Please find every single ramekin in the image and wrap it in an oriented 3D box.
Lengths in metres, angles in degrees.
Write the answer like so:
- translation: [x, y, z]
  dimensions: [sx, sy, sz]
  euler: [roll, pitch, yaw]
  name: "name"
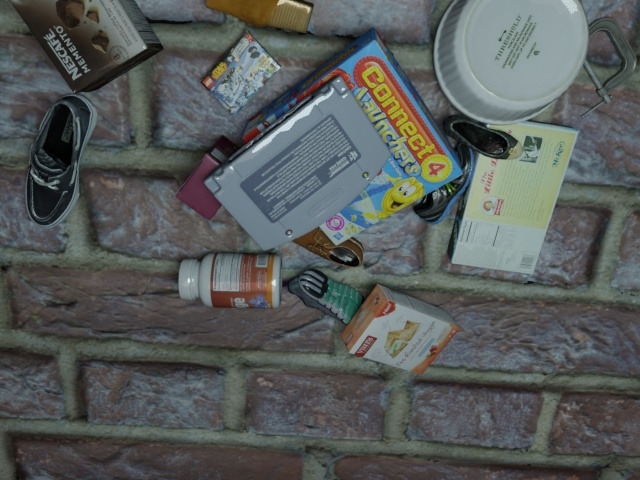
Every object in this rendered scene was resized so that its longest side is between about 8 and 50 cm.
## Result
- translation: [0.348, -0.349, 0.936]
  dimensions: [0.272, 0.127, 0.273]
  euler: [0, 99, 1]
  name: "ramekin"

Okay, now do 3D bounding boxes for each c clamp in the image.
- translation: [0.553, -0.346, 1.024]
  dimensions: [0.137, 0.022, 0.161]
  euler: [-32, 109, 12]
  name: "c clamp"

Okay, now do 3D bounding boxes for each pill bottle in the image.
- translation: [-0.194, 0.088, 1.139]
  dimensions: [0.215, 0.121, 0.121]
  euler: [1, 112, 0]
  name: "pill bottle"

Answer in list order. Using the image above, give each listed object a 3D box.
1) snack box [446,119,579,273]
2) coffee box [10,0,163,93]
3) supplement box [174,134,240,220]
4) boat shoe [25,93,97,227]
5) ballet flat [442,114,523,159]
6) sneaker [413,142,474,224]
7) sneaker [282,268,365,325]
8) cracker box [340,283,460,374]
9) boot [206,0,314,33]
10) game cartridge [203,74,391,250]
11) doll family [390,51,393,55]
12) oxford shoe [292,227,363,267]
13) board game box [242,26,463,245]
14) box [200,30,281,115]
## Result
- translation: [0.399, -0.094, 1.102]
  dimensions: [0.186, 0.060, 0.322]
  euler: [8, 111, -2]
  name: "snack box"
- translation: [-0.445, -0.439, 0.927]
  dimensions: [0.168, 0.119, 0.297]
  euler: [-26, 109, 9]
  name: "coffee box"
- translation: [-0.205, -0.128, 1.016]
  dimensions: [0.080, 0.188, 0.104]
  euler: [38, 107, -15]
  name: "supplement box"
- translation: [-0.541, -0.150, 1.051]
  dimensions: [0.108, 0.102, 0.301]
  euler: [27, 109, -11]
  name: "boat shoe"
- translation: [0.315, -0.194, 1.005]
  dimensions: [0.173, 0.049, 0.058]
  euler: [19, 115, -8]
  name: "ballet flat"
- translation: [0.259, -0.121, 1.087]
  dimensions: [0.078, 0.067, 0.188]
  euler: [21, 113, -15]
  name: "sneaker"
- translation: [0.019, 0.138, 1.201]
  dimensions: [0.223, 0.083, 0.098]
  euler: [39, 146, -27]
  name: "sneaker"
- translation: [0.183, 0.208, 1.182]
  dimensions: [0.232, 0.067, 0.156]
  euler: [22, 111, -29]
  name: "cracker box"
- translation: [-0.088, -0.530, 0.903]
  dimensions: [0.211, 0.104, 0.295]
  euler: [16, 115, -7]
  name: "boot"
- translation: [-0.031, -0.122, 0.915]
  dimensions: [0.294, 0.060, 0.196]
  euler: [-36, 113, 5]
  name: "game cartridge"
- translation: [0.100, -0.288, 1.017]
  dimensions: [0.111, 0.076, 0.193]
  euler: [5, 123, -4]
  name: "doll family"
- translation: [0.000, 0.000, 1.131]
  dimensions: [0.212, 0.076, 0.076]
  euler: [21, 112, -7]
  name: "oxford shoe"
- translation: [0.063, -0.182, 0.999]
  dimensions: [0.301, 0.086, 0.308]
  euler: [-30, 117, 24]
  name: "board game box"
- translation: [-0.158, -0.329, 1.023]
  dimensions: [0.137, 0.027, 0.094]
  euler: [-41, 108, 14]
  name: "box"
